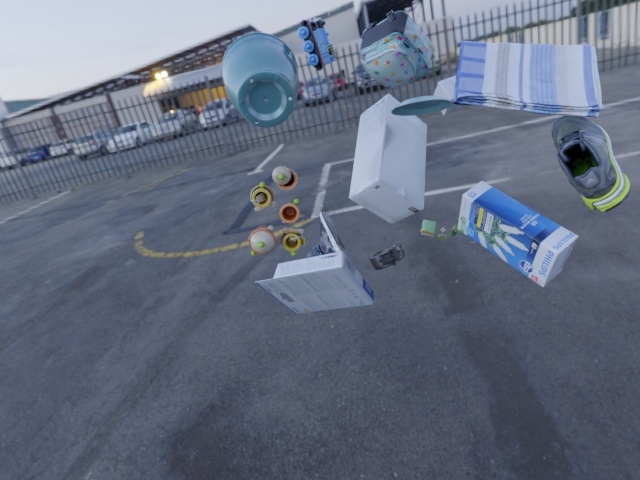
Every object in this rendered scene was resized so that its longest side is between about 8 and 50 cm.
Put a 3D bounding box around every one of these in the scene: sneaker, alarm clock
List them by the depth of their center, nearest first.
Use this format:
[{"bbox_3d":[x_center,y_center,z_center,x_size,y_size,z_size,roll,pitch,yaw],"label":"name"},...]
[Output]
[{"bbox_3d":[0.602,-0.208,0.943,0.111,0.121,0.300,-40,32,37],"label":"sneaker"},{"bbox_3d":[0.248,0.062,1.538,0.129,0.064,0.192,-27,4,-1],"label":"alarm clock"},{"bbox_3d":[-0.001,0.000,1.764,0.163,0.226,0.086,-31,-23,25],"label":"sneaker"}]

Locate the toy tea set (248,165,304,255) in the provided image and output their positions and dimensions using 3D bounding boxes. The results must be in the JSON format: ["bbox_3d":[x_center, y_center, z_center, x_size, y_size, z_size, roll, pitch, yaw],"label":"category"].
[{"bbox_3d":[-0.158,-0.092,1.440,0.199,0.337,0.124,-2,19,-2],"label":"toy tea set"}]

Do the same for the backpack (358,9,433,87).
[{"bbox_3d":[0.220,-0.521,1.156,0.188,0.145,0.165,15,-14,-38],"label":"backpack"}]

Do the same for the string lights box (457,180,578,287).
[{"bbox_3d":[0.467,-0.021,1.000,0.076,0.133,0.259,-33,51,-17],"label":"string lights box"}]

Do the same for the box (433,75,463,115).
[{"bbox_3d":[0.521,-0.580,1.643,0.087,0.101,0.102,-22,-21,-12],"label":"box"}]

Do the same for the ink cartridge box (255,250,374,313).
[{"bbox_3d":[-0.011,0.164,1.481,0.329,0.324,0.072,-10,57,22],"label":"ink cartridge box"}]

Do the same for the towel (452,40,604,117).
[{"bbox_3d":[0.435,-0.353,0.868,0.284,0.034,0.209,9,62,12],"label":"towel"}]

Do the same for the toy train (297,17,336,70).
[{"bbox_3d":[-0.012,-0.732,1.519,0.105,0.184,0.080,-17,22,14],"label":"toy train"}]

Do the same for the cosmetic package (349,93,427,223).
[{"bbox_3d":[0.241,-0.280,1.414,0.156,0.217,0.385,-25,44,49],"label":"cosmetic package"}]

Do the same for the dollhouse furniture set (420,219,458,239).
[{"bbox_3d":[0.521,-0.052,1.800,0.151,0.059,0.076,12,71,8],"label":"dollhouse furniture set"}]

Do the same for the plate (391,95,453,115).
[{"bbox_3d":[0.312,-0.420,1.268,0.188,0.024,0.188,-5,4,0],"label":"plate"}]

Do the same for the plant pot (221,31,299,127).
[{"bbox_3d":[-0.193,-0.513,1.362,0.271,0.272,0.255,-14,41,-1],"label":"plant pot"}]
